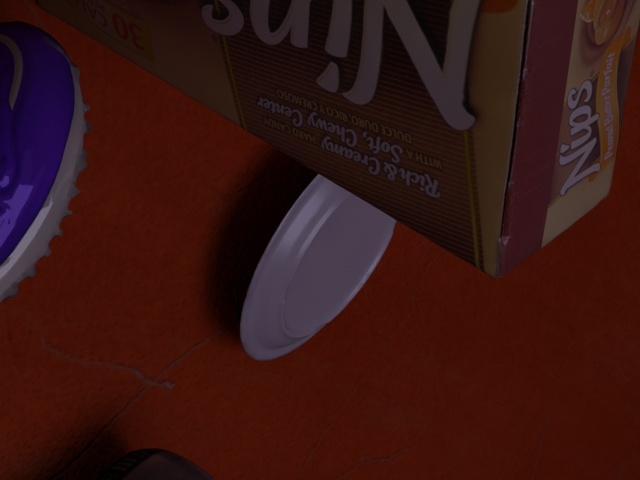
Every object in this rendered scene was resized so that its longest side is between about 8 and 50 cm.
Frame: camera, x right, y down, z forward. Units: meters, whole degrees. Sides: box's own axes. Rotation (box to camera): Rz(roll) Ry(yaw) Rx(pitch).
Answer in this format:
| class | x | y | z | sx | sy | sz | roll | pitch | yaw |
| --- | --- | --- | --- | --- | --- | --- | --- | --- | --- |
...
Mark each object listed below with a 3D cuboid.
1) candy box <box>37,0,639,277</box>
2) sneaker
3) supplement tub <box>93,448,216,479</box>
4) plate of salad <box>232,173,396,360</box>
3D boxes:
| class | x | y | z | sx | sy | sz | roll | pitch | yaw |
| --- | --- | --- | --- | --- | --- | --- | --- | --- | --- |
| candy box | -0.012 | -0.139 | 0.588 | 0.087 | 0.316 | 0.183 | -35 | 142 | -33 |
| sneaker | -0.229 | 0.001 | 0.606 | 0.293 | 0.102 | 0.146 | -54 | 147 | -9 |
| supplement tub | -0.169 | 0.300 | 0.854 | 0.316 | 0.193 | 0.193 | -40 | 144 | -28 |
| plate of salad | 0.000 | 0.000 | 0.980 | 0.200 | 0.048 | 0.200 | -45 | 156 | -26 |
